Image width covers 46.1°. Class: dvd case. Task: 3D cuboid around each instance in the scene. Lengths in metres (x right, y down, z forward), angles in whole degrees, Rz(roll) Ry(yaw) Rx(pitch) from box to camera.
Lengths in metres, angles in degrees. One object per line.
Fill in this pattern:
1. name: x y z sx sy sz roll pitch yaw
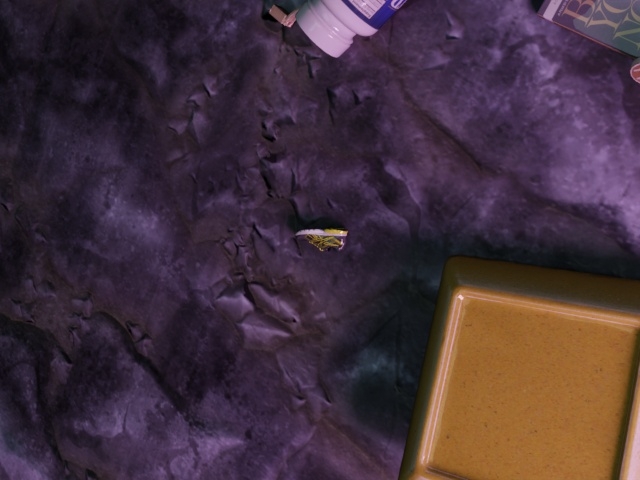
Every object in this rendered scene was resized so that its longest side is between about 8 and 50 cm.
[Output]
1. dvd case: 0.389 -0.294 0.872 0.221 0.018 0.164 35 108 24

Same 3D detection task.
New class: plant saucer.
1. plant saucer: 0.251 0.188 0.873 0.333 0.081 0.333 8 81 33

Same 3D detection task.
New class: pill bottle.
1. pill bottle: 0.058 -0.340 1.001 0.186 0.112 0.112 -43 72 24

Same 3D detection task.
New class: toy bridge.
1. toy bridge: 0.002 -0.386 1.079 0.063 0.026 0.188 45 112 17

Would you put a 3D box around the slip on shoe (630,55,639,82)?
1. slip on shoe: 0.414 -0.209 0.831 0.135 0.051 0.041 -13 48 35

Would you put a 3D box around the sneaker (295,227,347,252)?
1. sneaker: 0.000 0.000 1.092 0.083 0.031 0.035 -1 92 29
